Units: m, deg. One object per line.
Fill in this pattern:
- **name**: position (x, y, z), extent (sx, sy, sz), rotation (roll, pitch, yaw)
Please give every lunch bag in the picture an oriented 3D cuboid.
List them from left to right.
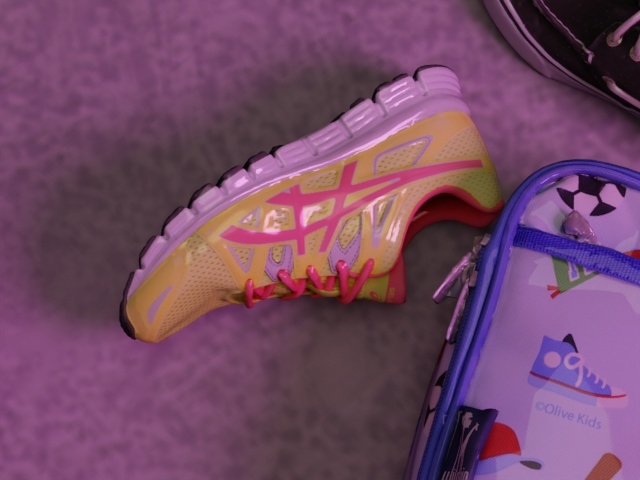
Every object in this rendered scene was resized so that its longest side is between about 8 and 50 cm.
- **lunch bag**: position (0.188, 0.095, 0.871), extent (0.303, 0.115, 0.243), rotation (20, 75, 3)

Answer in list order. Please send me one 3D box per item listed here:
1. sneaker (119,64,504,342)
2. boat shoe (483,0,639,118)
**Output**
- **sneaker**: position (0.000, 0.000, 0.907), extent (0.208, 0.081, 0.094), rotation (-32, 81, -8)
- **boat shoe**: position (0.175, -0.096, 0.937), extent (0.219, 0.070, 0.078), rotation (37, 78, 8)
